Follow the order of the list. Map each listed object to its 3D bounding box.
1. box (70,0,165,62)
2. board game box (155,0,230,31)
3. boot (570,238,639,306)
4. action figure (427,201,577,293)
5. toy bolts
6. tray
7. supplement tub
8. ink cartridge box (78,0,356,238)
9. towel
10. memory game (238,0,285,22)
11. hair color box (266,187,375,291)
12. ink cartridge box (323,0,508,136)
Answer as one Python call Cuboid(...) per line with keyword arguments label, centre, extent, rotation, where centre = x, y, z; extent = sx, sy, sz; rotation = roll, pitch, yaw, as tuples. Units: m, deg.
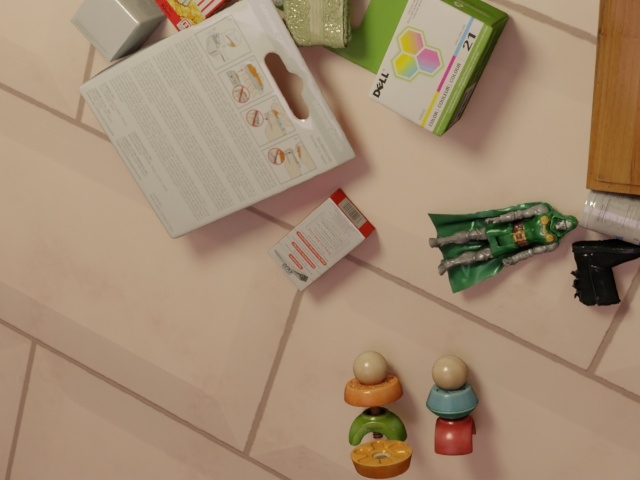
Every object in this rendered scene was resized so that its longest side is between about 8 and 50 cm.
Cuboid(label="box", centre=(-0.336, -0.372, 1.839), extent=(0.101, 0.087, 0.102), rotation=(47, 122, 1))
Cuboid(label="board game box", centre=(-0.193, -0.441, 1.767), extent=(0.193, 0.045, 0.146), rotation=(-36, 94, 32))
Cuboid(label="boot", centre=(0.437, 0.050, 1.674), extent=(0.121, 0.045, 0.099), rotation=(-1, 108, 33))
Cuboid(label="action figure", centre=(0.287, -0.004, 1.717), extent=(0.232, 0.063, 0.137), rotation=(-16, 100, 26))
Cuboid(label="toy bolts", centre=(0.147, 0.276, 1.829), extent=(0.229, 0.218, 0.158), rotation=(-4, 103, 8))
Cuboid(label="tray", centre=(0.483, -0.261, 1.507), extent=(0.203, 0.076, 0.410), rotation=(8, 113, 22))
Cuboid(label="supplement tub", centre=(0.442, -0.037, 1.620), extent=(0.107, 0.071, 0.071), rotation=(19, 117, 19))
Cuboid(label="ink cartridge box", centre=(-0.164, -0.207, 1.817), extent=(0.385, 0.091, 0.308), rotation=(-22, 107, 25))
Cuboid(label="towel", centre=(-0.007, -0.364, 1.669), extent=(0.110, 0.027, 0.148), rotation=(5, 113, 19))
Cuboid(label="memory game", centre=(-0.043, -0.395, 1.693), extent=(0.186, 0.012, 0.186), rotation=(6, 112, 14))
Cuboid(label="hair color box", centre=(0.000, 0.000, 1.856), extent=(0.167, 0.053, 0.093), rotation=(-40, 92, 31))
Cuboid(label="ink cartridge box", centre=(0.120, -0.301, 1.648), extent=(0.255, 0.097, 0.188), rotation=(30, 121, 11))
